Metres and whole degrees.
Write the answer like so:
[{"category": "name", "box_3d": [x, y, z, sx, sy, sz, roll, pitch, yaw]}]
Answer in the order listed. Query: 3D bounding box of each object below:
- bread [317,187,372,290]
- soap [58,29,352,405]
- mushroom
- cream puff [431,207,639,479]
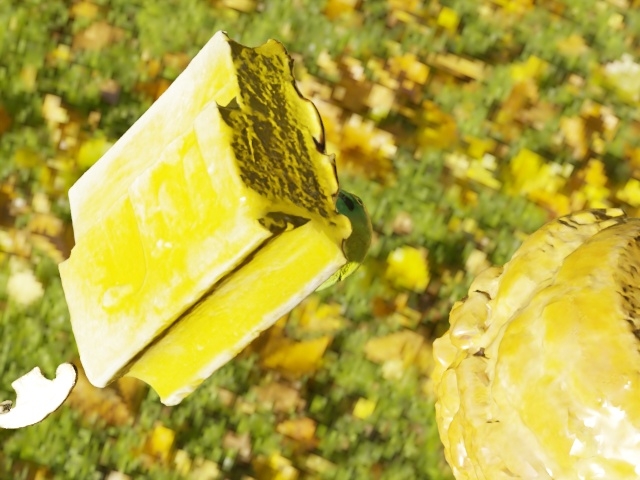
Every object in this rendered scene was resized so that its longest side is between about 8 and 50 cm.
[{"category": "bread", "box_3d": [0.000, 0.000, 1.946, 0.071, 0.130, 0.139, 34, 58, 29]}, {"category": "soap", "box_3d": [-0.117, -0.023, 1.547, 0.143, 0.281, 0.259, 14, 46, -36]}, {"category": "mushroom", "box_3d": [-0.278, 0.152, 1.613, 0.049, 0.101, 0.019, 59, 12, 0]}, {"category": "cream puff", "box_3d": [0.231, 0.147, 1.157, 0.343, 0.231, 0.327, 45, 34, 2]}]
